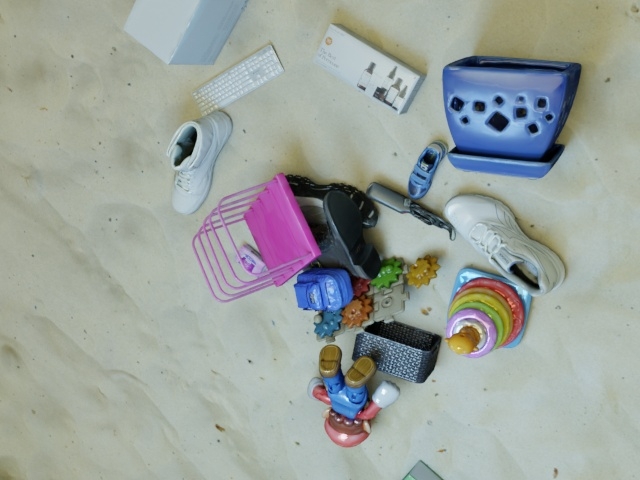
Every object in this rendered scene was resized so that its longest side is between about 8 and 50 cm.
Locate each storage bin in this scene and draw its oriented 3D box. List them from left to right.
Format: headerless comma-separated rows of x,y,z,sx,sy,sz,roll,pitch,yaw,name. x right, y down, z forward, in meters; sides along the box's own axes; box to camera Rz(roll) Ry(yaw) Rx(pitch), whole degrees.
0.177,0.251,1.782,0.180,0.122,0.084,17,108,20,storage bin

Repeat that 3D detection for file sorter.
-0.163,0.010,1.759,0.202,0.182,0.291,65,155,7,file sorter

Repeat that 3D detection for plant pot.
0.376,-0.247,1.522,0.236,0.236,0.212,9,112,22,plant pot

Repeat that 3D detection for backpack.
0.008,0.118,1.737,0.120,0.101,0.097,-3,109,37,backpack

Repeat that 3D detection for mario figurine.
0.072,0.351,1.811,0.198,0.170,0.320,54,159,36,mario figurine

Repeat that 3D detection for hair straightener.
0.202,-0.064,1.715,0.230,0.089,0.047,33,96,15,hair straightener

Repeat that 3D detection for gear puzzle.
0.121,0.117,1.759,0.339,0.175,0.044,-23,132,27,gear puzzle

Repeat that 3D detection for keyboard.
-0.205,-0.385,1.868,0.256,0.014,0.072,-24,91,27,keyboard

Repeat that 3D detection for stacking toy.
0.325,0.181,1.599,0.175,0.302,0.165,16,108,19,stacking toy

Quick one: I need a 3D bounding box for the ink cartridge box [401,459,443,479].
0.230,0.671,1.873,0.154,0.093,0.212,39,113,12,ink cartridge box

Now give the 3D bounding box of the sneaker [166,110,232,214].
-0.334,-0.179,1.889,0.108,0.169,0.292,31,115,13,sneaker

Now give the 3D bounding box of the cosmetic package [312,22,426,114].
0.107,-0.382,1.702,0.239,0.060,0.098,34,112,14,cosmetic package

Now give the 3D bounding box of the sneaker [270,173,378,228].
0.007,-0.076,1.811,0.272,0.100,0.108,15,133,17,sneaker

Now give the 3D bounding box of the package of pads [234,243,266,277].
-0.174,0.053,1.945,0.083,0.032,0.050,38,113,12,package of pads

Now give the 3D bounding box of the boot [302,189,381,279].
0.000,0.000,1.761,0.229,0.091,0.262,2,130,41,boot

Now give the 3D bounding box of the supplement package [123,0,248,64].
-0.309,-0.528,1.776,0.149,0.203,0.194,39,114,11,supplement package

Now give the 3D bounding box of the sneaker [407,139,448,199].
0.229,-0.155,1.700,0.053,0.059,0.144,28,113,14,sneaker

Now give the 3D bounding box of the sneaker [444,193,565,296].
0.386,0.005,1.628,0.297,0.129,0.111,38,116,13,sneaker
